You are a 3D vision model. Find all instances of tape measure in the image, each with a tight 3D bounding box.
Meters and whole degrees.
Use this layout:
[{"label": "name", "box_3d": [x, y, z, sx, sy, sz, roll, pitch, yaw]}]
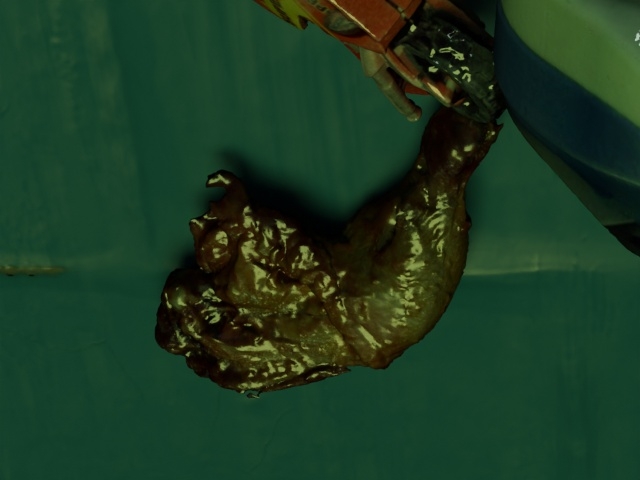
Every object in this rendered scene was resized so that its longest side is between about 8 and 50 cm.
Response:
[{"label": "tape measure", "box_3d": [0.234, -0.134, 1.057, 0.259, 0.262, 0.138, -20, 139, -27]}]

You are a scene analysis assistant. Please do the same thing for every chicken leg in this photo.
[{"label": "chicken leg", "box_3d": [0.008, 0.010, 1.338, 0.322, 0.083, 0.177, -16, 115, 25]}]

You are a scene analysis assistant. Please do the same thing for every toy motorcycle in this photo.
[{"label": "toy motorcycle", "box_3d": [-0.001, -0.178, 1.150, 0.298, 0.171, 0.089, 37, 84, -20]}]
